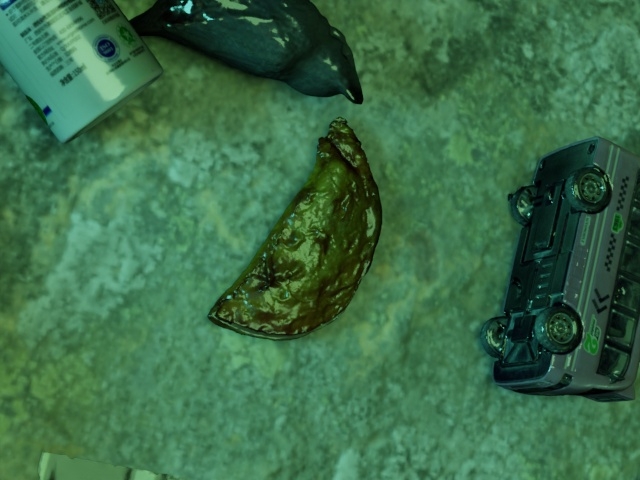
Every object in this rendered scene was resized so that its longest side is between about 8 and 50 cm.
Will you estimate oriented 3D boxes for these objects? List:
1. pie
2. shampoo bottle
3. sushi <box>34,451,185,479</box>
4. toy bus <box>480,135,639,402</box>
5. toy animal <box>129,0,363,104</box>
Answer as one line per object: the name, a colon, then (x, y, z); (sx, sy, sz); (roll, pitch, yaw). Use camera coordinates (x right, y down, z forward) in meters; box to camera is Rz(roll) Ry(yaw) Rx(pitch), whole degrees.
pie: (0.001, 0.003, 1.063); (0.088, 0.033, 0.191); (37, 72, -17)
shampoo bottle: (-0.233, -0.212, 0.971); (0.092, 0.092, 0.303); (-40, 97, -20)
sushi: (-0.062, 0.353, 0.978); (0.343, 0.064, 0.359); (15, 78, -18)
toy bus: (0.204, 0.028, 1.101); (0.108, 0.096, 0.199); (20, 74, -21)
toy animal: (-0.064, -0.153, 1.028); (0.117, 0.121, 0.210); (-45, 106, 0)
